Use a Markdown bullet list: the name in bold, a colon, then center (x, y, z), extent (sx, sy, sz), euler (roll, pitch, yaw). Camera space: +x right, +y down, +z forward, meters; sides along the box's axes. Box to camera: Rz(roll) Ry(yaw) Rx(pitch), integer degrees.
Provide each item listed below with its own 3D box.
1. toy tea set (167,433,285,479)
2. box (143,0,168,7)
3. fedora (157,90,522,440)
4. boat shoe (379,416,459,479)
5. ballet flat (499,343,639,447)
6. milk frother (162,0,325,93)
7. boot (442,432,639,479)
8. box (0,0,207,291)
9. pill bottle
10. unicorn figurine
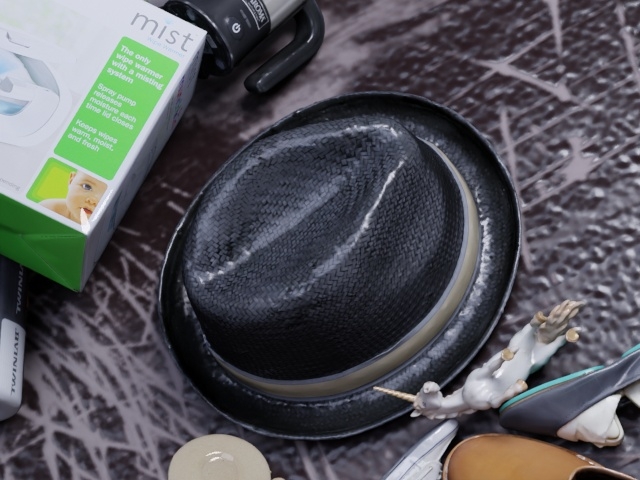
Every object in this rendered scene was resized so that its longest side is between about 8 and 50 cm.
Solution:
- **toy tea set**: center (-0.058, 0.323, 1.583), extent (0.200, 0.124, 0.336), euler (-28, 57, -28)
- **box**: center (-0.200, -0.365, 1.888), extent (0.232, 0.058, 0.322), euler (-20, 67, 9)
- **fedora**: center (0.000, 0.000, 1.640), extent (0.334, 0.152, 0.334), euler (-5, 70, 15)
- **boat shoe**: center (0.084, 0.190, 1.614), extent (0.035, 0.035, 0.100), euler (45, 83, -2)
- **ballet flat**: center (0.245, 0.123, 1.568), extent (0.203, 0.074, 0.074), euler (-26, 65, 4)
- **milk frother**: center (-0.081, -0.212, 1.768), extent (0.143, 0.129, 0.135), euler (25, 57, 39)
- **boot**: center (0.195, 0.212, 1.464), extent (0.283, 0.220, 0.109), euler (37, 84, 25)
- **box**: center (-0.266, -0.123, 1.679), extent (0.262, 0.127, 0.231), euler (27, 64, 3)
- **pill bottle**: center (-0.324, 0.032, 1.738), extent (0.130, 0.130, 0.245), euler (-5, 69, 15)
- **unicorn figurine**: center (0.143, 0.106, 1.584), extent (0.162, 0.111, 0.060), euler (-18, 78, -28)
